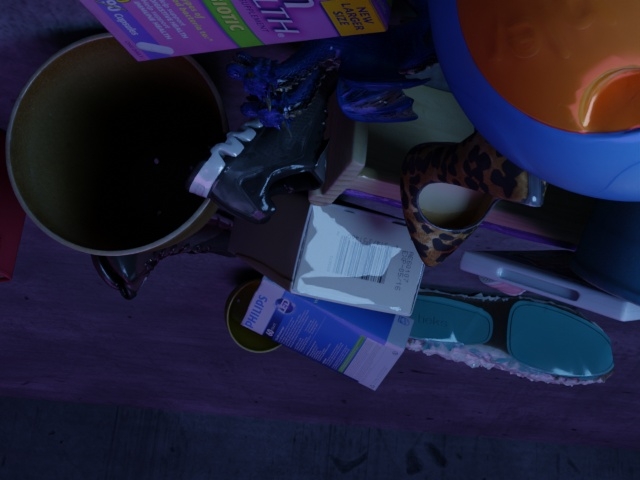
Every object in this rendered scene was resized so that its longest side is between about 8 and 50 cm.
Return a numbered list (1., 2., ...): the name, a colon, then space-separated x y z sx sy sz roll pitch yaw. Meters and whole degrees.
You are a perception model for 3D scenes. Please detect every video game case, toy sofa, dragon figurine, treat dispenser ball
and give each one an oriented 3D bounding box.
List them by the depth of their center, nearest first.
1. treat dispenser ball: 0.218 -0.171 0.670 0.288 0.288 0.288 5 159 2
2. dragon figurine: 0.059 -0.163 0.931 0.289 0.144 0.085 6 159 -1
3. video game case: 0.269 0.040 0.974 0.201 0.023 0.183 1 -167 -46
4. toy sofa: 0.168 -0.078 1.114 0.362 0.150 0.177 13 157 -17

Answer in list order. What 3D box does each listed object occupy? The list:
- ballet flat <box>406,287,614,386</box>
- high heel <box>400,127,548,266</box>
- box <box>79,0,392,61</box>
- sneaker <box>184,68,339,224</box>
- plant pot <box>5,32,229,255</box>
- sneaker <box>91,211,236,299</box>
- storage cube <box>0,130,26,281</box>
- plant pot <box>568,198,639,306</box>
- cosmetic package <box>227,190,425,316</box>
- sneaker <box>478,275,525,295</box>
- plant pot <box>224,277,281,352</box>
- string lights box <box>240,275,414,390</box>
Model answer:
1. ballet flat: 0.308 0.165 1.734 0.408 0.147 0.147 13 159 4
2. high heel: 0.135 -0.024 0.894 0.093 0.186 0.261 1 134 -10
3. box: -0.086 -0.256 0.772 0.242 0.117 0.213 -3 157 21
4. sneaker: -0.026 -0.103 0.987 0.106 0.234 0.078 39 154 2
5. plant pot: -0.202 -0.086 1.136 0.237 0.237 0.254 4 173 5
6. sneaker: -0.239 0.021 1.457 0.281 0.163 0.106 21 154 -33
7. storage cube: -0.514 -0.057 1.293 0.215 0.193 0.183 -8 155 30
8. plant pot: 0.389 -0.064 0.880 0.271 0.255 0.272 11 -168 -2
9. cosmetic package: 0.000 0.000 1.244 0.160 0.113 0.309 13 -177 -19
10. sneaker: 0.325 0.057 1.554 0.134 0.051 0.070 -5 158 35
11. plant pot: -0.119 0.126 1.772 0.134 0.134 0.095 16 -178 -24
12. string lights box: 0.010 0.137 1.648 0.259 0.077 0.133 27 135 -2
